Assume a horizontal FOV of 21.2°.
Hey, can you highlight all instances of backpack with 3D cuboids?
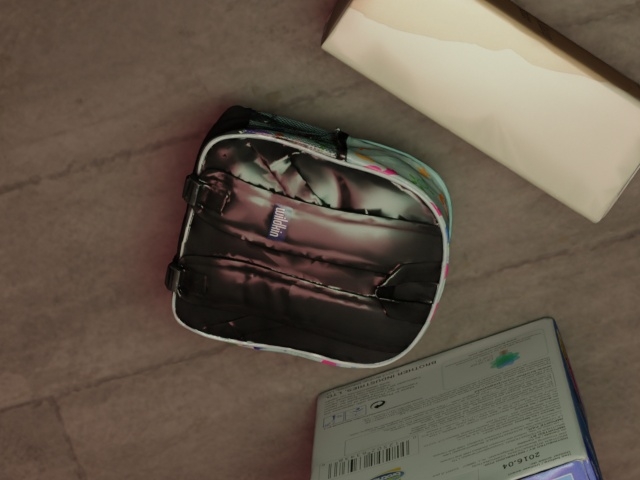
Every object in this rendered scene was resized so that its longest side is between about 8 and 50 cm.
[{"bbox_3d":[0.000,0.000,1.647,0.253,0.191,0.225,15,110,5],"label":"backpack"}]

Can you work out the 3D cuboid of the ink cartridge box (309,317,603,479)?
[{"bbox_3d":[0.131,0.245,1.611,0.270,0.395,0.151,-19,106,9],"label":"ink cartridge box"}]

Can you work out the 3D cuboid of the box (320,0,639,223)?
[{"bbox_3d":[0.162,-0.160,1.616,0.311,0.148,0.121,31,106,-9],"label":"box"}]
